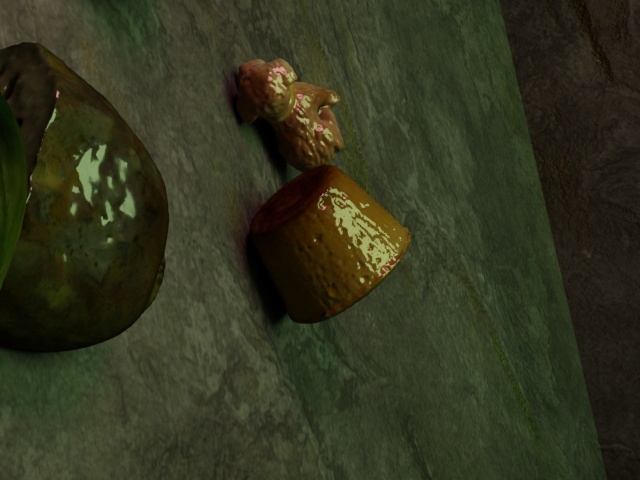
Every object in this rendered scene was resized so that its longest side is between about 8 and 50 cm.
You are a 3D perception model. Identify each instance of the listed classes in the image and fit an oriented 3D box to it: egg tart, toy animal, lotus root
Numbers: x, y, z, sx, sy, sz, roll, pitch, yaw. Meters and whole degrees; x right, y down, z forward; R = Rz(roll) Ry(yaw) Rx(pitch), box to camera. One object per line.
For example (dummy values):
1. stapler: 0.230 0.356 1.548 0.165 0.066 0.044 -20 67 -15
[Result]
1. egg tart: 0.000 0.000 1.742 0.147 0.203 0.202 51 30 -20
2. toy animal: -0.045 -0.159 1.832 0.185 0.104 0.183 39 40 -60
3. lotus root: -0.234 -0.013 1.254 0.260 0.149 0.267 48 37 -45

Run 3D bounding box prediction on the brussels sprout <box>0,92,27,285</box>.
1. brussels sprout: -0.330 -0.029 0.982 0.219 0.210 0.271 -54 141 -56
